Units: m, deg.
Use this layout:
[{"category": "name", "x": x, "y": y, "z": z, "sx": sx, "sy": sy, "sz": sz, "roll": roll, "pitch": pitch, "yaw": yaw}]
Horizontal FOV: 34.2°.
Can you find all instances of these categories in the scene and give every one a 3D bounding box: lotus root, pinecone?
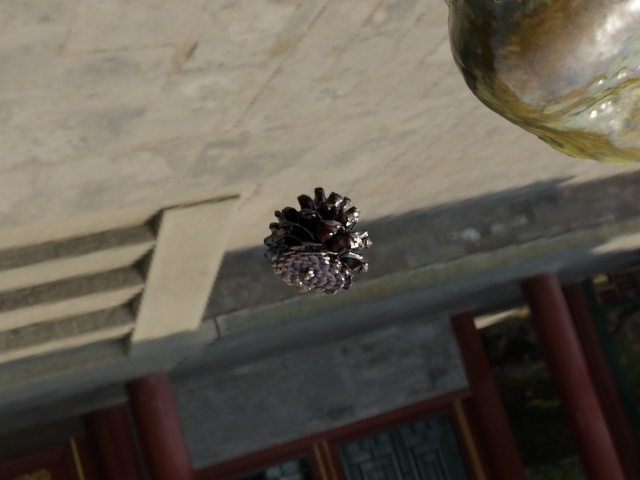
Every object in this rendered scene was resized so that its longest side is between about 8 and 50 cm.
[{"category": "lotus root", "x": 0.230, "y": -0.205, "z": 0.896, "sx": 0.250, "sy": 0.251, "sz": 0.346, "roll": -24, "pitch": 156, "yaw": 31}, {"category": "pinecone", "x": 0.000, "y": 0.000, "z": 1.300, "sx": 0.140, "sy": 0.121, "sz": 0.140, "roll": 8, "pitch": 155, "yaw": 4}]
